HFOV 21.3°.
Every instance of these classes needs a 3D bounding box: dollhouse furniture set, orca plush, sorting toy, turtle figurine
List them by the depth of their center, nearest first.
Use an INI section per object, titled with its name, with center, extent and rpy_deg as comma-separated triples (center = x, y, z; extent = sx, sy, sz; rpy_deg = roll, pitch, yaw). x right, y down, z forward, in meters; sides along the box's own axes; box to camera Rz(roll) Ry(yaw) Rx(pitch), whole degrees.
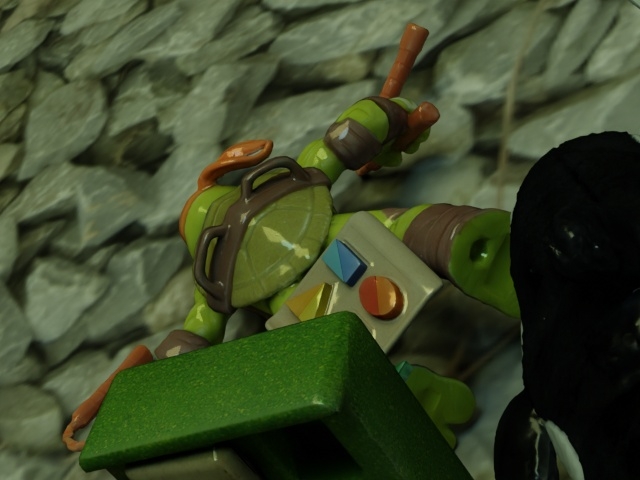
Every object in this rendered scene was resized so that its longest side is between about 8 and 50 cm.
[orca plush]
center = 0.088, 0.042, 0.523
extent = 0.151, 0.102, 0.287
rpy_deg = -29, 32, 34
[dollhouse furniture set]
center = -0.095, 0.174, 0.566
extent = 0.301, 0.151, 0.198
rpy_deg = -17, 39, 30
[sorting toy]
center = 0.017, 0.030, 0.642
extent = 0.062, 0.012, 0.083
rpy_deg = -49, 46, 5
[turtle figurine]
center = 0.000, 0.000, 0.745
extent = 0.269, 0.087, 0.217
rpy_deg = -48, 34, -15

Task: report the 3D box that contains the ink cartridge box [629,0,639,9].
[ink cartridge box]
center = 0.216, -0.119, 0.593
extent = 0.176, 0.127, 0.128
rpy_deg = -61, 28, 17
